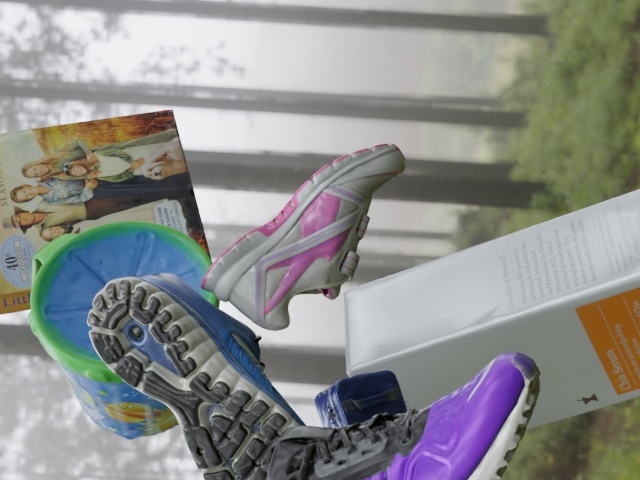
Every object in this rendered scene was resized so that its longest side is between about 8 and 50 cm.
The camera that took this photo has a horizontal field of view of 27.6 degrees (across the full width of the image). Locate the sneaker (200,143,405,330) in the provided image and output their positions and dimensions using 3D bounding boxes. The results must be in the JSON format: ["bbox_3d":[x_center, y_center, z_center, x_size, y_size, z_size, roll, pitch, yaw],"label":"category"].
[{"bbox_3d":[0.000,0.000,1.361,0.111,0.252,0.103,49,173,0],"label":"sneaker"}]

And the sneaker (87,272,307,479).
[{"bbox_3d":[-0.087,0.153,1.361,0.130,0.330,0.147,-41,-3,26],"label":"sneaker"}]

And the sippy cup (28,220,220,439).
[{"bbox_3d":[-0.240,0.132,1.679,0.224,0.240,0.305,90,167,-50],"label":"sippy cup"}]

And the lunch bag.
[{"bbox_3d":[0.045,0.187,1.485,0.065,0.098,0.067,-40,66,51],"label":"lunch bag"}]

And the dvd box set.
[{"bbox_3d":[-0.404,-0.045,2.014,0.062,0.420,0.307,99,158,-56],"label":"dvd box set"}]

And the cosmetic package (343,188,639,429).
[{"bbox_3d":[0.282,0.121,1.764,0.230,0.453,0.161,56,-158,-38],"label":"cosmetic package"}]

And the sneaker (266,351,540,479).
[{"bbox_3d":[0.037,0.178,0.978,0.293,0.146,0.102,-53,-7,16],"label":"sneaker"}]
